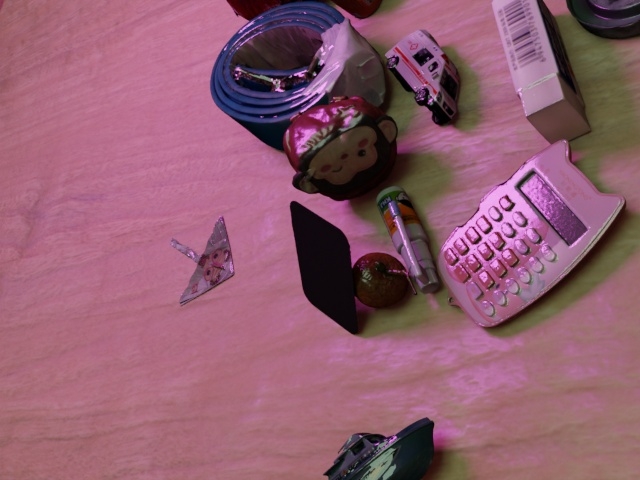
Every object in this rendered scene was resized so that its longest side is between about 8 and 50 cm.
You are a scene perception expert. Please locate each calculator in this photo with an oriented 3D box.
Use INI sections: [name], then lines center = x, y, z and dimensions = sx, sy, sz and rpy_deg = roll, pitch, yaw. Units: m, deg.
[calculator]
center = 0.334, -0.001, 1.308
dimensions = 0.330, 0.048, 0.220
rpy_deg = -44, 50, 17

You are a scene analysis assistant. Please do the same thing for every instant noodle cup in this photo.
[instant noodle cup]
center = 0.065, -0.560, 1.725
dimensions = 0.127, 0.136, 0.127
rpy_deg = -17, 60, 33

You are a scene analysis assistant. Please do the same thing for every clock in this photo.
[clock]
center = 0.539, -0.454, 1.357
dimensions = 0.226, 0.049, 0.226
rpy_deg = -18, 59, 33

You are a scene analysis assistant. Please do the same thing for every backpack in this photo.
[backpack]
center = 0.046, -0.168, 1.504
dimensions = 0.229, 0.229, 0.139
rpy_deg = -39, 48, 18

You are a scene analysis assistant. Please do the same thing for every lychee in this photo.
[lychee]
center = 0.114, 0.069, 1.408
dimensions = 0.114, 0.101, 0.140
rpy_deg = 53, 127, 7

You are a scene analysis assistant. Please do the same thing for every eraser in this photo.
[eraser]
center = 0.380, -0.310, 1.362
dimensions = 0.081, 0.124, 0.278
rpy_deg = -25, 55, 29

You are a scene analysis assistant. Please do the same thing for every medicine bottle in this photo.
[medicine bottle]
center = 0.156, -0.008, 1.419
dimensions = 0.061, 0.092, 0.220
rpy_deg = -29, 54, 13

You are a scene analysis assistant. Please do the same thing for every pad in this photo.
[pad]
center = -0.023, 0.007, 1.497
dimensions = 0.055, 0.250, 0.323
rpy_deg = -18, 39, -13

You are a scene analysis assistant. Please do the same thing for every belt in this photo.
[belt]
center = -0.054, -0.356, 1.700
dimensions = 0.437, 0.173, 0.300
rpy_deg = 20, 80, 42

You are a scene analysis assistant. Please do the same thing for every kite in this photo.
[kite]
center = -0.279, 0.044, 1.801
dimensions = 0.250, 0.012, 0.229
rpy_deg = 22, 83, 44

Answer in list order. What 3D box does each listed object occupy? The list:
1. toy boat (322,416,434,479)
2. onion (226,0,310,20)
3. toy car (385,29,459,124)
[toy boat]
center = 0.076, 0.388, 1.279
dimensions = 0.296, 0.114, 0.122
rpy_deg = -47, 57, 12
[onion]
center = -0.120, -0.666, 1.859
dimensions = 0.314, 0.232, 0.313
rpy_deg = -14, 68, 38
[toy car]
center = 0.214, -0.319, 1.526
dimensions = 0.108, 0.089, 0.209
rpy_deg = -39, 47, 11
